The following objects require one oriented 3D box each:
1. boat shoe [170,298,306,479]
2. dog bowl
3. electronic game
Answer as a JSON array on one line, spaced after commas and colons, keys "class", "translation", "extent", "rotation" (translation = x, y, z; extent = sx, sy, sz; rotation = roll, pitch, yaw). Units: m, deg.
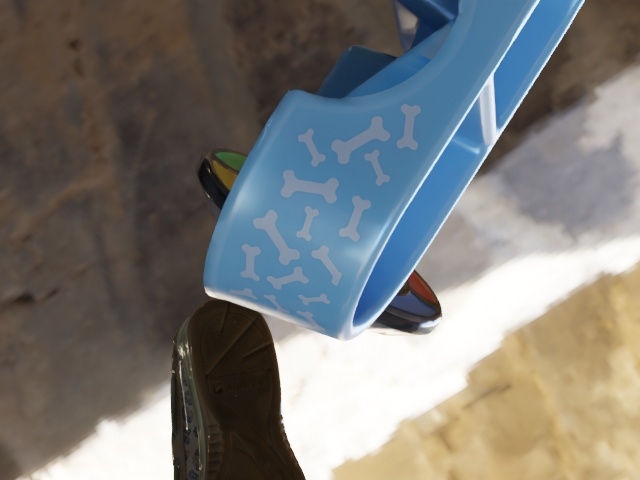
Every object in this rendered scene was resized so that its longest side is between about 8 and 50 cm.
[{"class": "boat shoe", "translation": [-0.074, 0.195, 1.517], "extent": [0.105, 0.089, 0.285], "rotation": [2, 74, -25]}, {"class": "dog bowl", "translation": [0.054, -0.080, 0.880], "extent": [0.074, 0.297, 0.166], "rotation": [32, -6, 11]}, {"class": "electronic game", "translation": [0.000, 0.000, 1.416], "extent": [0.229, 0.048, 0.229], "rotation": [33, 13, -8]}]
